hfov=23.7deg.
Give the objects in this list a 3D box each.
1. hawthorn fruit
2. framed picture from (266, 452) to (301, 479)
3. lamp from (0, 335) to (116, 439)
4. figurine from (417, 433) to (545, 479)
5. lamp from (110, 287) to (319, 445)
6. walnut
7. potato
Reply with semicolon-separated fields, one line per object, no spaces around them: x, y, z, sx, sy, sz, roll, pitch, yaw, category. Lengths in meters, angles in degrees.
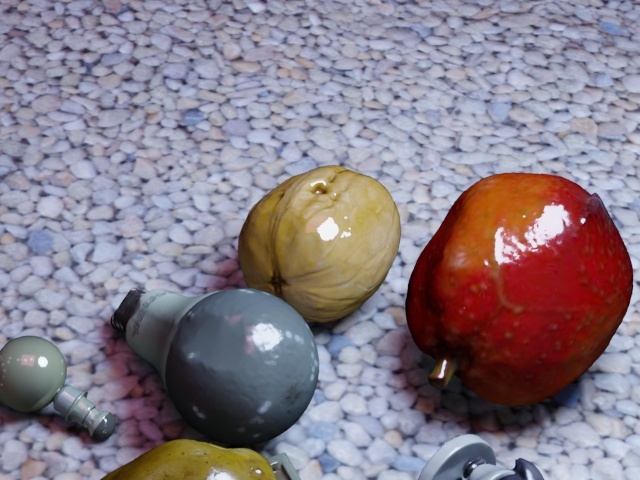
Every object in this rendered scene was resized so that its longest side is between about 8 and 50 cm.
0.230;0.073;1.851;0.265;0.265;0.307;26;62;22;hawthorn fruit
-0.139;0.369;1.650;0.335;0.022;0.247;-16;46;-21;framed picture
-0.312;0.182;1.804;0.163;0.091;0.091;35;48;8;lamp
0.210;0.326;1.640;0.236;0.133;0.176;31;85;41;figurine
-0.130;0.112;1.822;0.182;0.182;0.314;-23;46;-28;lamp
0.000;0.000;1.949;0.195;0.195;0.222;24;49;20;walnut
-0.204;0.318;1.560;0.369;0.176;0.195;-27;50;-24;potato
